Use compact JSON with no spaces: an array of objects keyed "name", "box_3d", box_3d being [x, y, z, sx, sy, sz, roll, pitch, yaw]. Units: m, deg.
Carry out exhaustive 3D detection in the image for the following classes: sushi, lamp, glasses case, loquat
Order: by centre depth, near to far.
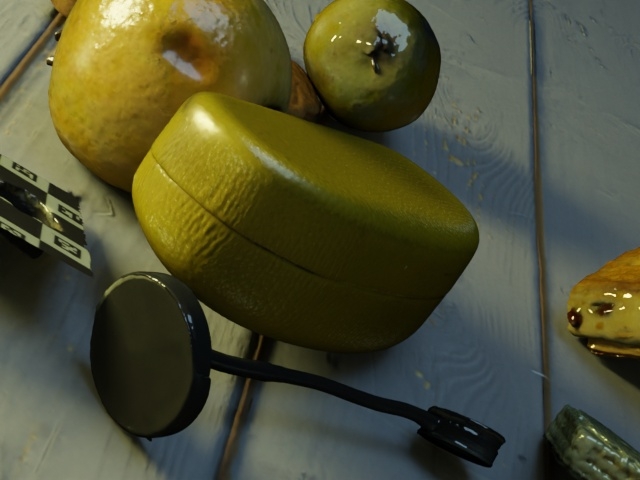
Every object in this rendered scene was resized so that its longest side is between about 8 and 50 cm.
[{"name":"sushi","box_3d":[-0.271,-0.035,1.134,0.215,0.050,0.192,31,10,-20]},{"name":"lamp","box_3d":[-0.015,0.134,1.176,0.130,0.108,0.371,11,-14,43]},{"name":"glasses case","box_3d":[0.000,0.000,1.274,0.173,0.141,0.371,42,15,26]},{"name":"loquat","box_3d":[-0.125,-0.142,1.328,0.213,0.213,0.213,28,27,-16]},{"name":"loquat","box_3d":[0.058,-0.190,1.691,0.152,0.152,0.195,39,4,6]}]

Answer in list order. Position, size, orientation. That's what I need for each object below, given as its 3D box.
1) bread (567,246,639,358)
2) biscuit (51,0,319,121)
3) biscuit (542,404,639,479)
[{"name":"bread","box_3d":[0.387,0.063,1.623,0.210,0.099,0.235,-1,13,39]},{"name":"biscuit","box_3d":[-0.122,-0.181,1.559,0.295,0.044,0.186,11,44,-41]},{"name":"biscuit","box_3d":[0.303,0.232,1.333,0.252,0.052,0.150,38,4,3]}]
